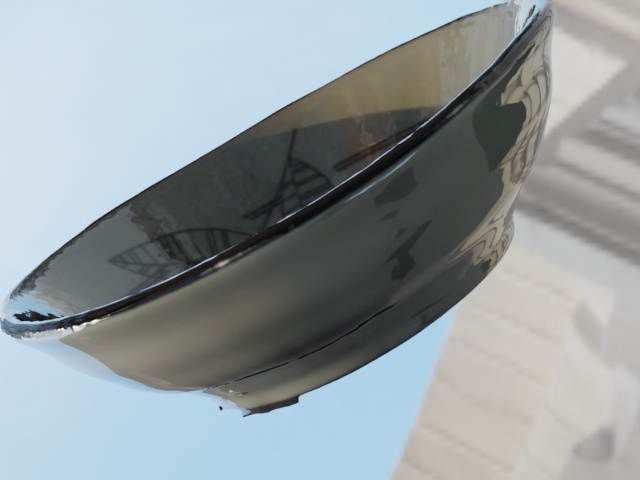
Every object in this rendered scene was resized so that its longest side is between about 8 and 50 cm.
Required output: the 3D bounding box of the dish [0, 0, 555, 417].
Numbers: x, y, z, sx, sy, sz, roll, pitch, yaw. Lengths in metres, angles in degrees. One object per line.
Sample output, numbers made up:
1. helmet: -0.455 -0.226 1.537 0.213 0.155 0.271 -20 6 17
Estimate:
1. dish: 0.000 0.000 0.910 0.316 0.106 0.316 -30 -170 6
